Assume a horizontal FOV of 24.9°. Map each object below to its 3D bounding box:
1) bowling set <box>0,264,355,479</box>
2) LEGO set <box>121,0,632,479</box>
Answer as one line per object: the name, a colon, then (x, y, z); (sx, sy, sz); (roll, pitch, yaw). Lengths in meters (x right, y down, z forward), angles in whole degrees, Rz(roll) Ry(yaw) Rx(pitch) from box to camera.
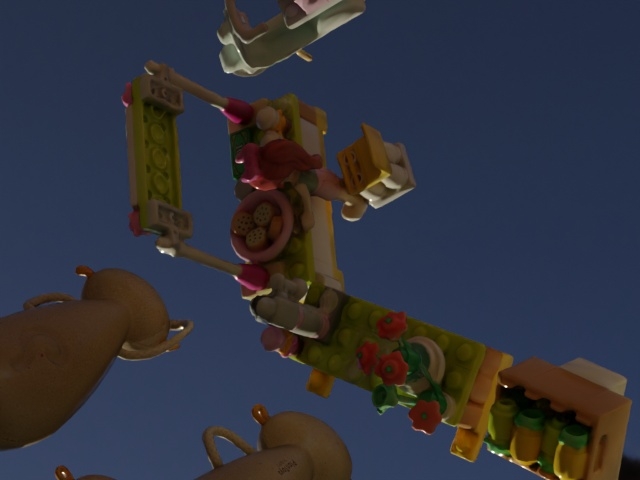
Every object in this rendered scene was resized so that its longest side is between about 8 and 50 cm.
bowling set: (-0.151, 0.098, 0.679); (0.287, 0.154, 0.200); (43, -65, 6)
LEGO set: (0.000, 0.000, 0.597); (0.132, 0.287, 0.107); (-41, -34, 19)
